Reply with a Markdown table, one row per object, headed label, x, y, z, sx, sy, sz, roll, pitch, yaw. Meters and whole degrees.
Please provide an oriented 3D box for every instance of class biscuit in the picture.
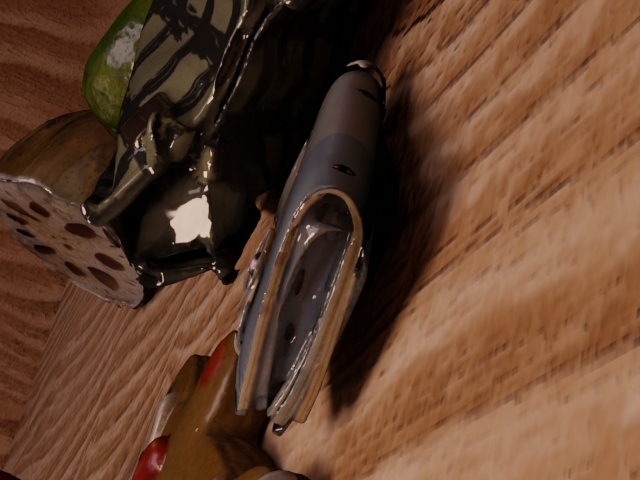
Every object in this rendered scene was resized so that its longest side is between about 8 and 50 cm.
| label | x | y | z | sx | sy | sz | roll | pitch | yaw |
| --- | --- | --- | --- | --- | --- | --- | --- | --- | --- |
| biscuit | -0.105 | 0.197 | 0.886 | 0.432 | 0.064 | 0.283 | -117 | 49 | -71 |

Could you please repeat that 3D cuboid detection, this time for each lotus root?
| label | x | y | z | sx | sy | sz | roll | pitch | yaw |
| --- | --- | --- | --- | --- | --- | --- | --- | --- | --- |
| lotus root | -0.286 | -0.058 | 1.623 | 0.192 | 0.272 | 0.272 | -63 | 11 | -20 |

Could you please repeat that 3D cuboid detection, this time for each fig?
| label | x | y | z | sx | sy | sz | roll | pitch | yaw |
| --- | --- | --- | --- | --- | --- | --- | --- | --- | --- |
| fig | -0.112 | -0.146 | 1.286 | 0.203 | 0.235 | 0.203 | -37 | -26 | -22 |

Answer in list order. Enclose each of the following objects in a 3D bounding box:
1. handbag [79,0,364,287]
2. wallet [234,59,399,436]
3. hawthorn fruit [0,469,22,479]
| label | x | y | z | sx | sy | sz | roll | pitch | yaw |
| --- | --- | --- | --- | --- | --- | --- | --- | --- | --- |
| handbag | -0.058 | -0.154 | 0.971 | 0.327 | 0.162 | 0.325 | -92 | 25 | -76 |
| wallet | 0.000 | 0.000 | 0.769 | 0.231 | 0.069 | 0.170 | -78 | 10 | -64 |
| hawthorn fruit | -0.319 | 0.298 | 1.043 | 0.254 | 0.300 | 0.254 | -50 | 10 | 12 |
